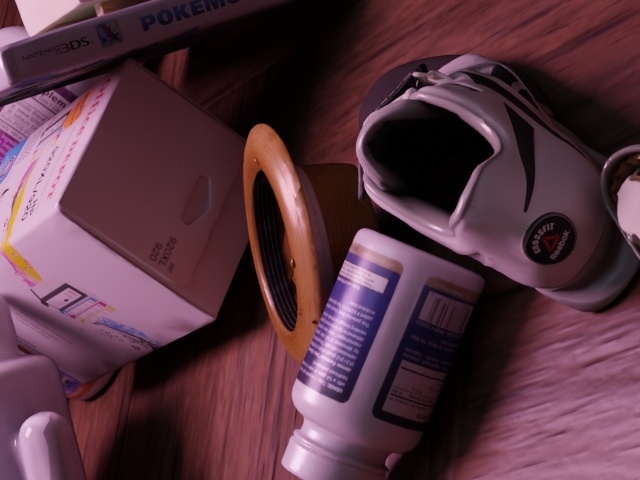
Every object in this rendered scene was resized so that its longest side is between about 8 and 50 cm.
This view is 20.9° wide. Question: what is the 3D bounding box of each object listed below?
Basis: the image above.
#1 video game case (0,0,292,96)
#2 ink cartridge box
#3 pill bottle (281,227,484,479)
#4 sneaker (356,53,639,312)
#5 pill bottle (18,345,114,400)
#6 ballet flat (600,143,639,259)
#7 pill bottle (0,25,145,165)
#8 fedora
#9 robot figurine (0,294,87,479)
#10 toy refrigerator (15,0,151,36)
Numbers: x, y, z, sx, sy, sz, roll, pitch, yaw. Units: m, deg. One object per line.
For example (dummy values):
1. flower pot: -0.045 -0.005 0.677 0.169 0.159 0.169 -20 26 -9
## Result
1. video game case: -0.188 -0.171 1.527 0.329 0.300 0.036 -7 103 64
2. ink cartridge box: -0.184 -0.011 1.498 0.233 0.168 0.171 -28 34 49
3. pill bottle: 0.037 0.085 1.164 0.094 0.094 0.169 25 93 61
4. sneaker: 0.079 -0.069 1.151 0.122 0.146 0.330 -65 27 9
5. pill bottle: -0.297 0.064 1.617 0.121 0.216 0.121 -39 40 42
6. ballet flat: 0.208 0.019 0.946 0.072 0.068 0.213 -55 32 23
7. pill bottle: -0.305 -0.110 1.771 0.301 0.169 0.169 -57 27 -11
8. fedora: 0.000 0.000 1.260 0.194 0.079 0.194 167 90 -78
9. robot figurine: -0.294 0.226 1.453 0.300 0.200 0.353 -18 86 47
10. toy refrigerator: -0.131 -0.254 1.506 0.102 0.269 0.094 -18 92 54
